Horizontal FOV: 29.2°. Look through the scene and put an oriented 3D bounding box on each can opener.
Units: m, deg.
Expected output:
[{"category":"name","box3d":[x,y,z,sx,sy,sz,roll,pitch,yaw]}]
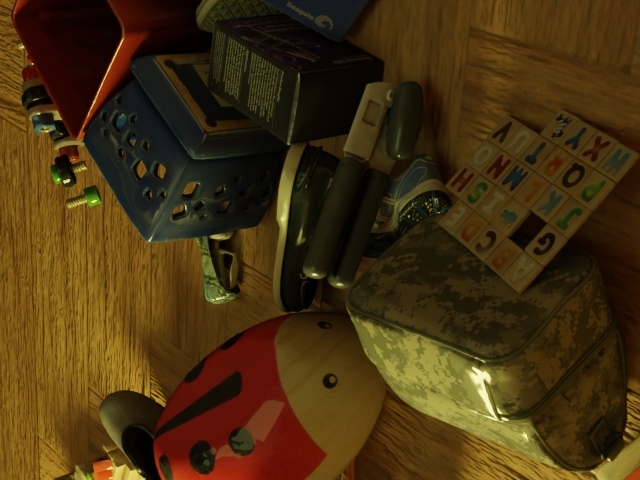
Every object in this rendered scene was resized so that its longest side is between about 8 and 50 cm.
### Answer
[{"category":"can opener","box3d":[0.060,-0.078,1.602,0.095,0.076,0.284,-4,65,69]}]

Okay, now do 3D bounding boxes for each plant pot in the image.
[{"category":"plant pot","box3d":[-0.306,-0.355,1.960,0.267,0.235,0.267,60,140,20]},{"category":"plant pot","box3d":[-0.192,-0.158,1.890,0.236,0.236,0.212,55,132,25]}]

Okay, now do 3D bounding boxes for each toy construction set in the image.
[{"category":"toy construction set","box3d":[-0.394,-0.270,2.186,0.257,0.237,0.309,75,176,-54]}]

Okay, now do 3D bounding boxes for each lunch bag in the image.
[{"category":"lunch bag","box3d":[0.208,0.135,1.478,0.305,0.212,0.256,18,140,48]}]

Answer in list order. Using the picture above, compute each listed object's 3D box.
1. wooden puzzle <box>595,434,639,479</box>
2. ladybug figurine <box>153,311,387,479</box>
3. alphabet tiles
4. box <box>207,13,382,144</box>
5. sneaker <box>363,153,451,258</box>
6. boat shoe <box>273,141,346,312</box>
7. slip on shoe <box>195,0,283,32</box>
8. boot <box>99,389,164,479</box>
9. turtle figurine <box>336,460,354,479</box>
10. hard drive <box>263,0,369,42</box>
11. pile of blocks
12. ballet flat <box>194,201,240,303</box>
[{"category":"wooden puzzle","box3d":[0.430,0.306,1.381,0.221,0.044,0.239,58,140,22]},{"category":"ladybug figurine","box3d":[-0.100,0.262,1.842,0.449,0.162,0.305,-37,43,28]},{"category":"alphabet tiles","box3d":[0.236,-0.064,1.424,0.198,0.009,0.237,-50,32,5]},{"category":"box","box3d":[-0.038,-0.231,1.723,0.207,0.153,0.108,36,127,39]},{"category":"sneaker","box3d":[0.111,-0.039,1.672,0.211,0.080,0.081,-44,43,50]},{"category":"boat shoe","box3d":[0.001,-0.003,1.776,0.113,0.127,0.340,14,135,9]},{"category":"slip on shoe","box3d":[-0.079,-0.406,1.759,0.331,0.123,0.101,-44,51,47]},{"category":"boot","box3d":[-0.310,0.366,2.226,0.338,0.118,0.223,40,170,26]},{"category":"turtle figurine","box3d":[-0.006,0.403,1.926,0.217,0.087,0.270,9,129,21]},{"category":"hard drive","box3d":[0.009,-0.416,1.584,0.210,0.040,0.319,28,138,-10]},{"category":"pile of blocks","box3d":[-0.477,0.531,2.585,0.362,0.112,0.149,-40,69,51]},{"category":"ballet flat","box3d":[-0.170,0.012,2.064,0.070,0.070,0.189,-1,102,53]}]
